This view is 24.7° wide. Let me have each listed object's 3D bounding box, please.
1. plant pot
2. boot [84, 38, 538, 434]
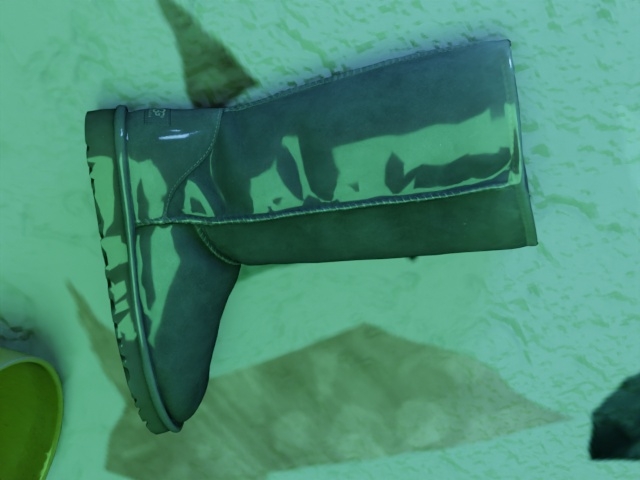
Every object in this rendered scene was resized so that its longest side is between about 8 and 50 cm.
[{"bbox_3d":[-0.208,0.103,0.739,0.095,0.134,0.134,22,117,18],"label":"plant pot"},{"bbox_3d":[0.000,0.002,0.714,0.208,0.076,0.189,-7,118,-3],"label":"boot"}]
